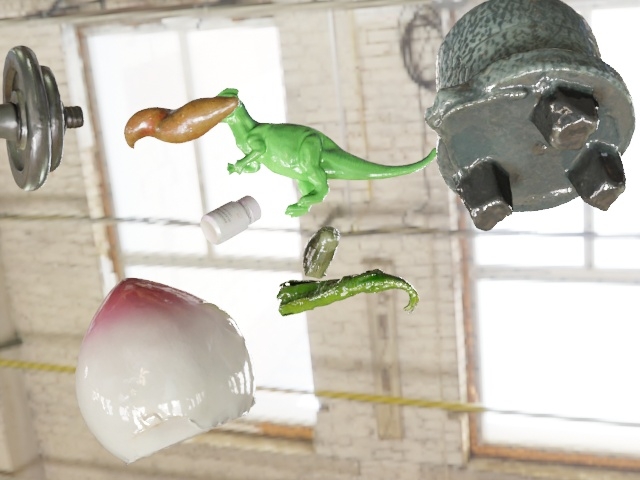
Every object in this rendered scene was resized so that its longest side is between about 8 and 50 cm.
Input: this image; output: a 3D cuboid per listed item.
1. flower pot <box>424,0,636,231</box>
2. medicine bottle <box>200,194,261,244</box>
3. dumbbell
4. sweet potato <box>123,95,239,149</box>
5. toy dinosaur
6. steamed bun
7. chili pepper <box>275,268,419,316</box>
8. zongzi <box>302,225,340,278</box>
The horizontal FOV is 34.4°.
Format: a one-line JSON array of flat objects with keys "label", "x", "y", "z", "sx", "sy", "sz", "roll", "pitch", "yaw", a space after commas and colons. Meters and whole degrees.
[{"label": "flower pot", "x": 0.279, "y": -0.176, "z": 1.466, "sx": 0.299, "sy": 0.299, "sz": 0.283, "roll": -6, "pitch": -130, "yaw": -1}, {"label": "medicine bottle", "x": -0.137, "y": -0.033, "z": 1.588, "sx": 0.089, "sy": 0.052, "sz": 0.052, "roll": -31, "pitch": -151, "yaw": -33}, {"label": "dumbbell", "x": -0.449, "y": -0.153, "z": 1.330, "sx": 0.290, "sy": 0.192, "sz": 0.192, "roll": -7, "pitch": -163, "yaw": -27}, {"label": "sweet potato", "x": -0.197, "y": -0.164, "z": 1.435, "sx": 0.202, "sy": 0.055, "sz": 0.058, "roll": -8, "pitch": -144, "yaw": 28}, {"label": "toy dinosaur", "x": -0.010, "y": -0.259, "z": 2.518, "sx": 0.500, "sy": 0.374, "sz": 0.144, "roll": -21, "pitch": 165, "yaw": -6}, {"label": "steamed bun", "x": -0.266, "y": 0.194, "z": 1.698, "sx": 0.309, "sy": 0.309, "sz": 0.309, "roll": -5, "pitch": -162, "yaw": 2}, {"label": "chili pepper", "x": 0.043, "y": 0.109, "z": 2.114, "sx": 0.359, "sy": 0.085, "sz": 0.076, "roll": -7, "pitch": 156, "yaw": 44}, {"label": "zongzi", "x": 0.000, "y": 0.000, "z": 1.967, "sx": 0.055, "sy": 0.109, "sz": 0.119, "roll": 18, "pitch": -151, "yaw": -14}]
